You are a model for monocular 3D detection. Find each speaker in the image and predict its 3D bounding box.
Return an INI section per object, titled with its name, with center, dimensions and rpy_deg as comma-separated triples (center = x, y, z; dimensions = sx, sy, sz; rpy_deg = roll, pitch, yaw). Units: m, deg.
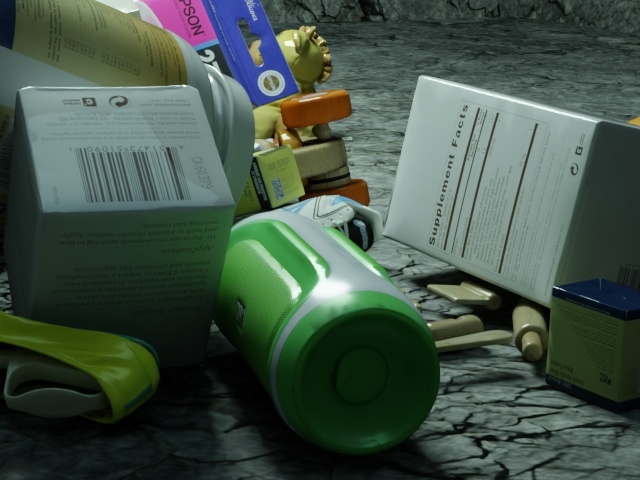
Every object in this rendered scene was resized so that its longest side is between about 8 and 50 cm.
[speaker]
center = -0.007, 0.063, 1.212
dimensions = 0.131, 0.131, 0.296
rpy_deg = -2, 14, -15

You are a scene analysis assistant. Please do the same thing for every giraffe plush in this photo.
[giraffe plush]
center = -0.050, -0.233, 2.330
dimensions = 0.210, 0.170, 0.181
rpy_deg = -3, 14, -21

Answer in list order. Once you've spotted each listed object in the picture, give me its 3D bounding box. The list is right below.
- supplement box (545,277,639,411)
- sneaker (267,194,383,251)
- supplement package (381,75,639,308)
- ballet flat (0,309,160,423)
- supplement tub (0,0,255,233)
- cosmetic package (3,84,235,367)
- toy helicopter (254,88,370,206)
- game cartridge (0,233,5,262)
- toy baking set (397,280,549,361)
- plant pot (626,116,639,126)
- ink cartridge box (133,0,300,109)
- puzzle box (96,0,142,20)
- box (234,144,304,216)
[supplement box]
center = 0.230, 0.082, 1.257
dimensions = 0.056, 0.083, 0.083
rpy_deg = -8, 17, -35
[sneaker]
center = 0.000, 0.000, 1.552
dimensions = 0.086, 0.085, 0.237
rpy_deg = -10, 9, 20
[supplement package]
center = 0.221, -0.042, 1.522
dimensions = 0.177, 0.175, 0.293
rpy_deg = 9, 9, -31
[ballet flat]
center = -0.234, 0.095, 1.182
dimensions = 0.231, 0.077, 0.077
rpy_deg = 8, 39, 18
[supplement tub]
center = -0.239, -0.109, 1.413
dimensions = 0.316, 0.228, 0.228
rpy_deg = 20, 1, -37
[cosmetic package]
center = -0.167, -0.008, 1.262
dimensions = 0.151, 0.184, 0.151
rpy_deg = -2, 44, -19
[toy helicopter]
center = -0.122, -0.085, 1.891
dimensions = 0.235, 0.140, 0.355
rpy_deg = -18, 12, -32
[game cartridge]
center = -0.386, -0.027, 1.680
dimensions = 0.230, 0.068, 0.355
rpy_deg = 17, 20, 34
[toy baking set]
center = 0.104, 0.081, 1.375
dimensions = 0.196, 0.030, 0.256
rpy_deg = -1, 13, 2
[plant pot]
center = 0.373, -0.058, 1.672
dimensions = 0.188, 0.205, 0.205
rpy_deg = -12, 11, 11
[ink cartridge box]
center = -0.222, -0.211, 1.985
dimensions = 0.371, 0.176, 0.069
rpy_deg = -21, -10, -16
[puzzle box]
center = -0.354, -0.242, 1.809
dimensions = 0.272, 0.052, 0.409
rpy_deg = -16, 20, -8
[box]
center = -0.139, -0.040, 1.608
dimensions = 0.232, 0.058, 0.087
rpy_deg = -13, 6, 24
